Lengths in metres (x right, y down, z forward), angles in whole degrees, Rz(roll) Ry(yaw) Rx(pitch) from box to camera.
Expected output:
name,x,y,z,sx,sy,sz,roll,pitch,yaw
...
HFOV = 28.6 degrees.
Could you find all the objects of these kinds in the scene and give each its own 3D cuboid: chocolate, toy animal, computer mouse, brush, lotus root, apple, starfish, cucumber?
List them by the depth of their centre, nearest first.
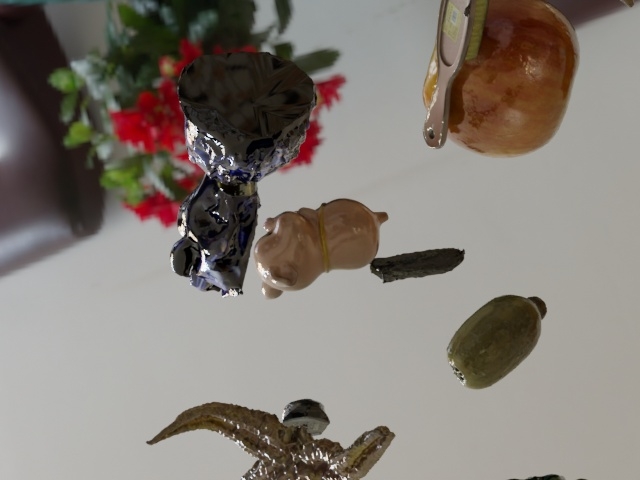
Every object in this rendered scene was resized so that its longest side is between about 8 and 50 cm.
name,x,y,z,sx,sy,sz,roll,pitch,yaw
chocolate,-0.092,-0.058,1.250,0.126,0.148,0.343,-29,160,-24
lotus root,0.242,0.126,1.678,0.183,0.090,0.077,-34,-166,-31
starfish,-0.075,0.380,1.910,0.398,0.383,0.132,20,-162,29
brush,0.211,-0.271,1.928,0.067,0.072,0.312,-14,133,-24
computer mouse,-0.026,0.287,2.043,0.079,0.047,0.135,2,151,-3
apple,0.295,-0.275,2.054,0.233,0.286,0.286,15,171,4
toy animal,0.000,0.002,2.175,0.248,0.149,0.165,-27,164,-12
cucumber,0.180,0.042,2.313,0.181,0.053,0.053,-11,170,-2

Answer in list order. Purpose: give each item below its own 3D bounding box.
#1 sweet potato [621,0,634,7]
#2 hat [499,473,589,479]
name,x,y,z,sx,sy,sz,roll,pitch,yaw
sweet potato,0.422,-0.436,1.926,0.218,0.065,0.051,36,176,-29
hat,0.200,0.391,1.171,0.274,0.242,0.332,-16,131,9
